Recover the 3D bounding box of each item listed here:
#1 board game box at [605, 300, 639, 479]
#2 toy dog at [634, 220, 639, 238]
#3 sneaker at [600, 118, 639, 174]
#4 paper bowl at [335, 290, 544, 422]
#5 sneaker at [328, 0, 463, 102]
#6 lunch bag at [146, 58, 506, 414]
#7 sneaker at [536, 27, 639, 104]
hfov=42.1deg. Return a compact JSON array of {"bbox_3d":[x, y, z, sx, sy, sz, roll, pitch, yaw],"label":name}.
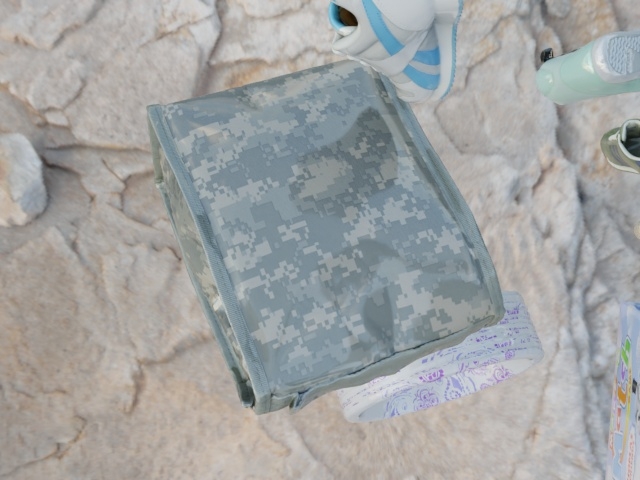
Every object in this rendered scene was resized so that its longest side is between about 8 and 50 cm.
[{"bbox_3d":[0.242,0.134,0.586,0.039,0.211,0.160,4,93,10],"label":"board game box"},{"bbox_3d":[0.400,-0.074,0.855,0.161,0.333,0.220,22,39,5],"label":"toy dog"},{"bbox_3d":[0.412,-0.127,1.076,0.064,0.192,0.086,-31,117,7],"label":"sneaker"},{"bbox_3d":[0.148,0.140,1.145,0.284,0.284,0.148,-18,72,1],"label":"paper bowl"},{"bbox_3d":[0.054,-0.165,0.619,0.092,0.228,0.087,-6,77,7],"label":"sneaker"},{"bbox_3d":[0.000,0.000,0.752,0.235,0.169,0.286,-18,66,-15],"label":"lunch bag"},{"bbox_3d":[0.426,-0.253,1.205,0.256,0.151,0.094,-8,89,-35],"label":"sneaker"}]
